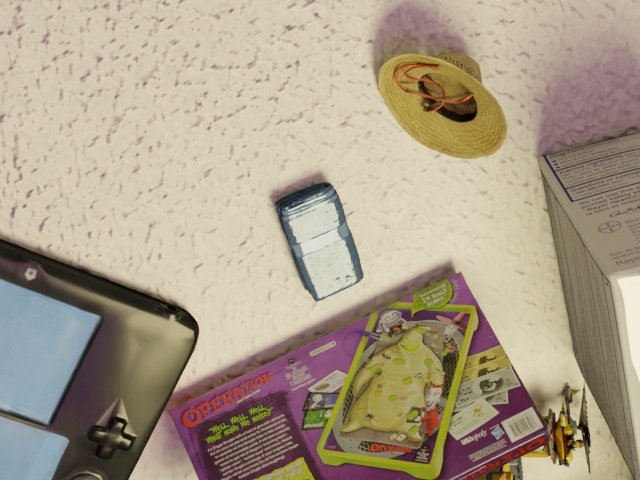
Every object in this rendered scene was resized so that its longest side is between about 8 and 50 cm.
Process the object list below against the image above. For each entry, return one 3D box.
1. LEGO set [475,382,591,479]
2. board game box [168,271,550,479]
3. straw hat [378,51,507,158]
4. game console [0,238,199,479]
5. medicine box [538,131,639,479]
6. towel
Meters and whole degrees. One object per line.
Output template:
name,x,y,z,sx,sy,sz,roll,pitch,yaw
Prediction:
LEGO set,0.260,0.338,1.643,0.192,0.255,0.331,-3,105,14
board game box,0.038,0.194,1.552,0.346,0.208,0.056,-25,155,-3
straw hat,0.133,-0.154,1.495,0.144,0.144,0.061,49,54,-28
game console,-0.357,0.162,1.502,0.386,0.060,0.342,23,106,-24
medicine box,0.343,0.065,1.523,0.149,0.289,0.264,-14,117,1
towel,0.000,0.000,1.548,0.067,0.029,0.119,-22,117,-5
